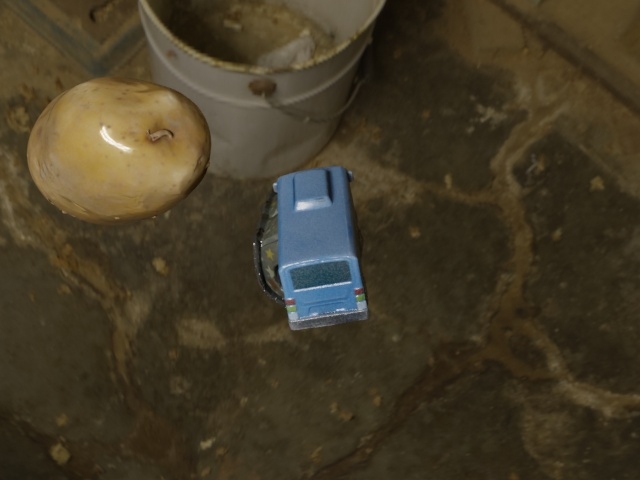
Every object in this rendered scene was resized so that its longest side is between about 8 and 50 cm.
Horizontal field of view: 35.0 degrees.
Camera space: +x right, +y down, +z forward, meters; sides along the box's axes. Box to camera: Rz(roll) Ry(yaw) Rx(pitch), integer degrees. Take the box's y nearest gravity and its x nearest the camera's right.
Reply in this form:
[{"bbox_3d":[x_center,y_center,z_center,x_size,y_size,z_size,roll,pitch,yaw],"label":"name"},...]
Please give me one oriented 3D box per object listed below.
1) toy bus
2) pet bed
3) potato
[{"bbox_3d":[0.000,0.000,1.387,0.116,0.134,0.234,-10,37,4],"label":"toy bus"},{"bbox_3d":[-0.037,0.011,1.800,0.159,0.211,0.183,-22,119,24],"label":"pet bed"},{"bbox_3d":[-0.157,-0.068,0.775,0.118,0.178,0.109,5,79,-38],"label":"potato"}]
